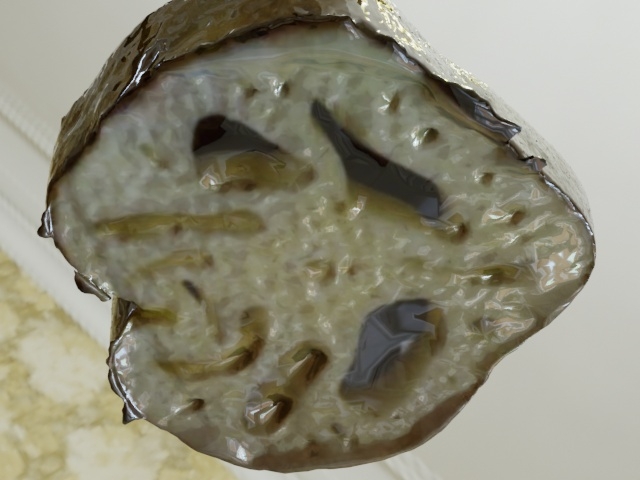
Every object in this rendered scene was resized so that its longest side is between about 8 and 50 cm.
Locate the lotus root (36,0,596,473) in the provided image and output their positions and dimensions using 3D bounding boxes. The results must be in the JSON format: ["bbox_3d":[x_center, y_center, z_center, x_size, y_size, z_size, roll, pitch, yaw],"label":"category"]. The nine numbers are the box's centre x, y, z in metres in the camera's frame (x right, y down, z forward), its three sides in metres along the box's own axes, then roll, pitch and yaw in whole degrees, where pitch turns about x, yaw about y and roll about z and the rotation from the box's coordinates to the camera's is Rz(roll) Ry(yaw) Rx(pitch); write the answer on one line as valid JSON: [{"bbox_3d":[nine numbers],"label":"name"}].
[{"bbox_3d":[0.000,0.000,0.906,0.375,0.111,0.390,1,-54,6],"label":"lotus root"}]
